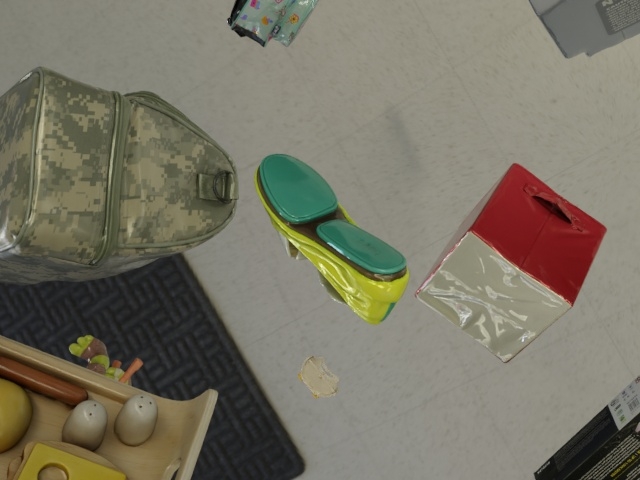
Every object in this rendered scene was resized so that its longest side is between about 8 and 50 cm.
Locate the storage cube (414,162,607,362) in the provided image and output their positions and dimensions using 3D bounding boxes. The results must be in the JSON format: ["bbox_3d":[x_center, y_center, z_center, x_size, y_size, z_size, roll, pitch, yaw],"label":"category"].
[{"bbox_3d":[0.292,0.037,1.201,0.184,0.193,0.215,37,138,5],"label":"storage cube"}]

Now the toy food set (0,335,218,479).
[{"bbox_3d":[-0.253,0.156,0.630,0.306,0.219,0.092,23,131,-9],"label":"toy food set"}]

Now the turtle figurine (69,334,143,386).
[{"bbox_3d":[-0.315,0.235,1.122,0.217,0.087,0.269,47,120,47],"label":"turtle figurine"}]

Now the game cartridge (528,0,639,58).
[{"bbox_3d":[0.335,-0.266,0.682,0.297,0.198,0.062,-24,71,24],"label":"game cartridge"}]

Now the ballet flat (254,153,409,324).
[{"bbox_3d":[0.000,0.000,0.756,0.231,0.077,0.077,44,139,41],"label":"ballet flat"}]

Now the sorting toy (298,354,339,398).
[{"bbox_3d":[0.004,0.251,1.448,0.045,0.075,0.083,-42,82,28],"label":"sorting toy"}]

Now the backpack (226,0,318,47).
[{"bbox_3d":[-0.071,-0.460,1.407,0.144,0.166,0.188,22,135,-9],"label":"backpack"}]

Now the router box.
[{"bbox_3d":[0.331,0.230,0.800,0.133,0.046,0.179,32,115,-12],"label":"router box"}]

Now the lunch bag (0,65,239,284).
[{"bbox_3d":[-0.272,-0.052,0.928,0.305,0.256,0.212,-14,68,50],"label":"lunch bag"}]
